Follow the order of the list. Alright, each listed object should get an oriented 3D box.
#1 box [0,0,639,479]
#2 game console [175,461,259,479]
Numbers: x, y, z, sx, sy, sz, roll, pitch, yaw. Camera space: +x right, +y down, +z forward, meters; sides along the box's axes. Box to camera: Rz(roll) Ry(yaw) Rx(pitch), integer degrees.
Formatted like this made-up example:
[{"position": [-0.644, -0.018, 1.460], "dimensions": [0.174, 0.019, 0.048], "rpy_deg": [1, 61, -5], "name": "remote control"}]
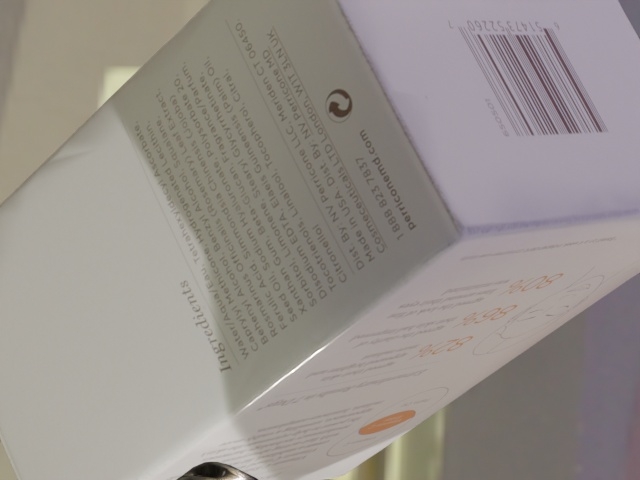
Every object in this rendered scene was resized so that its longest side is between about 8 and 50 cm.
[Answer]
[{"position": [0.000, 0.000, 0.544], "dimensions": [0.130, 0.170, 0.091], "rpy_deg": [-6, 65, -50], "name": "box"}, {"position": [0.024, 0.102, 0.362], "dimensions": [0.085, 0.124, 0.144], "rpy_deg": [-36, 157, -44], "name": "game console"}]
